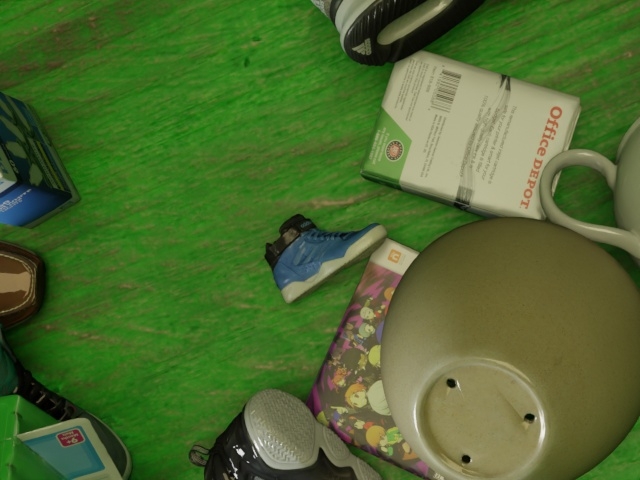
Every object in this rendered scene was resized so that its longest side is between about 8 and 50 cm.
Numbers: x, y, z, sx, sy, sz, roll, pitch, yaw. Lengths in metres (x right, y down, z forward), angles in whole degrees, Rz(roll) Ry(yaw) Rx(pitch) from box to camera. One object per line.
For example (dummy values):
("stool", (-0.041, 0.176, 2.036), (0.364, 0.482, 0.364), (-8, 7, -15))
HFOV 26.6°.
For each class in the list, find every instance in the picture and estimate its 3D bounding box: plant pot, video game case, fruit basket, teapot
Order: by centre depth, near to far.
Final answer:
("plant pot", (0.178, 0.138, 1.331), (0.284, 0.191, 0.284), (6, 109, 17))
("teapot", (0.396, -0.074, 1.409), (0.252, 0.256, 0.187), (-49, 50, 23))
("fruit basket", (-0.347, 0.322, 1.428), (0.327, 0.353, 0.165), (-9, 41, 6))
("video game case", (0.116, 0.139, 1.507), (0.210, 0.042, 0.232), (25, 90, 9))

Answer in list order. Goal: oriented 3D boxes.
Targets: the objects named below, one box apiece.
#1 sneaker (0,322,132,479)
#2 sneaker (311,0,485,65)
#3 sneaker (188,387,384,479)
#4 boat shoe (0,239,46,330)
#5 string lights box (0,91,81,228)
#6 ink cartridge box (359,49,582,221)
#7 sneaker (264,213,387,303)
("sneaker", (-0.343, 0.175, 1.486), (0.296, 0.178, 0.123), (27, 68, 8))
("sneaker", (0.159, -0.397, 1.473), (0.448, 0.169, 0.257), (-29, 65, -11))
("sneaker", (-0.023, 0.291, 1.492), (0.153, 0.101, 0.268), (-35, 104, 28))
("boat shoe", (-0.483, 0.052, 1.548), (0.324, 0.120, 0.122), (0, 87, 7))
("string lights box", (-0.360, -0.093, 1.471), (0.077, 0.260, 0.133), (-29, 84, 5))
("ink cartridge box", (0.167, -0.110, 1.493), (0.208, 0.087, 0.153), (19, 88, 8))
("sneaker", (-0.001, 0.000, 1.506), (0.152, 0.058, 0.084), (-35, 80, 33))
